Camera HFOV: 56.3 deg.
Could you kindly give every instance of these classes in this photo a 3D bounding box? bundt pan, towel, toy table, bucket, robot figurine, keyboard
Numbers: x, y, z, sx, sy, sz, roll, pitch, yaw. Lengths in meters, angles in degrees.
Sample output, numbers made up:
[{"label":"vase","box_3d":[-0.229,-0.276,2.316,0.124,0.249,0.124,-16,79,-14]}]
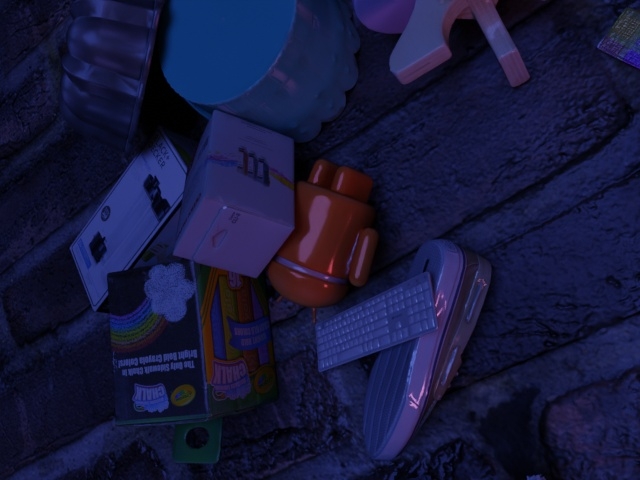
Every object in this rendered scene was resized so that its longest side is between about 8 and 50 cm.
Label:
[{"label":"bundt pan","box_3d":[-0.339,-0.309,0.965,0.331,0.124,0.331,-169,90,-69]},{"label":"towel","box_3d":[0.387,-0.241,0.726,0.083,0.009,0.060,41,103,25]},{"label":"toy table","box_3d":[0.180,-0.312,0.734,0.274,0.252,0.161,-35,52,30]},{"label":"bucket","box_3d":[-0.095,-0.293,0.897,0.281,0.183,0.281,-4,81,28]},{"label":"robot figurine","box_3d":[-0.001,-0.001,0.849,0.158,0.128,0.220,19,94,0]},{"label":"keyboard","box_3d":[0.064,0.115,0.793,0.256,0.014,0.072,-34,48,50]}]

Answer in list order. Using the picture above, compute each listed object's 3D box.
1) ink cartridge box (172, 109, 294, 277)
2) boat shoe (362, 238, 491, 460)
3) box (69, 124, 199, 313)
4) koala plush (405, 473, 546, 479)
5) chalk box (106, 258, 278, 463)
[{"label":"ink cartridge box","box_3d":[-0.117,-0.062,0.828,0.128,0.127,0.176,-51,29,42]},{"label":"boat shoe","box_3d":[0.140,0.149,0.770,0.109,0.094,0.302,-135,61,-68]},{"label":"box","box_3d":[-0.294,-0.030,1.017,0.290,0.087,0.169,-47,53,16]},{"label":"koala plush","box_3d":[0.183,0.376,0.685,0.221,0.203,0.196,-17,77,14]},{"label":"chalk box","box_3d":[-0.188,0.182,0.904,0.180,0.179,0.289,-11,81,27]}]
